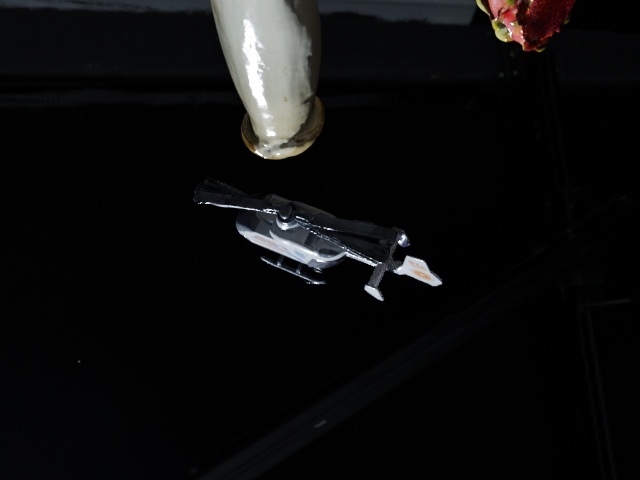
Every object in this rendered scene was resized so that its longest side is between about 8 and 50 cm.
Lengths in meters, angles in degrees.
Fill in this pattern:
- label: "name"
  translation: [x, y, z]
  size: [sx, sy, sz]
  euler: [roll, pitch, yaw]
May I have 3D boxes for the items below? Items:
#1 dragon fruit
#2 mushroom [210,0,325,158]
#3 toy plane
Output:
- label: "dragon fruit"
  translation: [0.306, -0.388, 1.061]
  size: [0.133, 0.150, 0.208]
  euler: [-8, -96, -51]
- label: "mushroom"
  translation: [-0.068, -0.279, 0.913]
  size: [0.137, 0.407, 0.154]
  euler: [-35, -118, -21]
- label: "toy plane"
  translation: [0.001, 0.001, 0.534]
  size: [0.197, 0.078, 0.053]
  euler: [21, -104, 27]
